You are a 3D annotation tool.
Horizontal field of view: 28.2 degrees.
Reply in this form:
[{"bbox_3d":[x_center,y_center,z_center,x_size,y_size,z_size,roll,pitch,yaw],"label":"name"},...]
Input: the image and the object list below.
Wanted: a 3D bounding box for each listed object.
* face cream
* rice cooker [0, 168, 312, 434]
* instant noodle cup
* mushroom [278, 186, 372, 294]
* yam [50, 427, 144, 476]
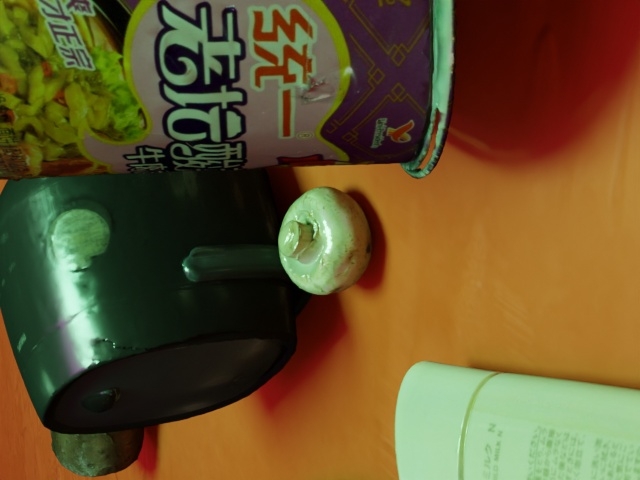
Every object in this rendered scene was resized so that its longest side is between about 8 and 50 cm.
[{"bbox_3d":[0.162,0.168,0.740,0.348,0.081,0.174,-1,98,62],"label":"face cream"},{"bbox_3d":[-0.147,0.027,1.083,0.267,0.267,0.224,126,132,-55],"label":"rice cooker"},{"bbox_3d":[-0.088,-0.183,0.750,0.340,0.265,0.340,171,90,-83],"label":"instant noodle cup"},{"bbox_3d":[0.000,0.000,0.981,0.083,0.067,0.084,-11,76,51],"label":"mushroom"},{"bbox_3d":[-0.253,0.133,1.453,0.131,0.131,0.280,49,142,42],"label":"yam"}]
